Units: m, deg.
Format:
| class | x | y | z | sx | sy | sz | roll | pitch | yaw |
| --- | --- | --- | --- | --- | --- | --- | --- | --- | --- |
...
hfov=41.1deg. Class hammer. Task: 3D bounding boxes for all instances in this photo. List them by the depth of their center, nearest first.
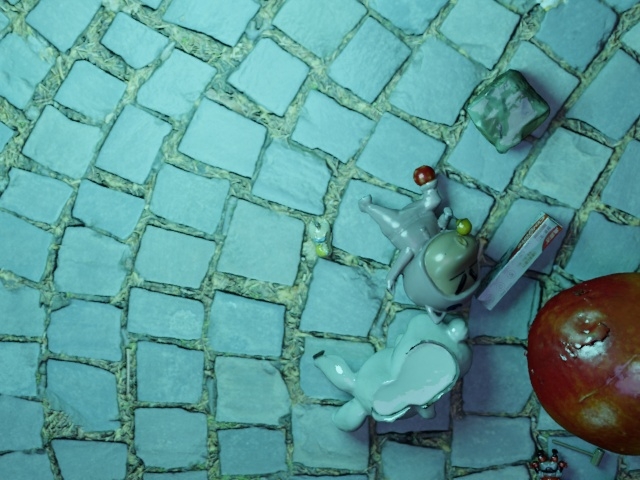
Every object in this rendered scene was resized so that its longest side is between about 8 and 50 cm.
| class | x | y | z | sx | sy | sz | roll | pitch | yaw |
| --- | --- | --- | --- | --- | --- | --- | --- | --- | --- |
| hammer | 0.541 | 0.442 | 1.798 | 0.110 | 0.019 | 0.035 | 19 | 104 | 0 |

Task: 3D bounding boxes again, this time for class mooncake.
| class | x | y | z | sx | sy | sz | roll | pitch | yaw |
| --- | --- | --- | --- | --- | --- | --- | --- | --- | --- |
| mooncake | 0.353 | -0.244 | 1.607 | 0.130 | 0.073 | 0.125 | -39 | 102 | 12 |

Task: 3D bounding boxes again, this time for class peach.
| class | x | y | z | sx | sy | sz | roll | pitch | yaw |
| --- | --- | --- | --- | --- | --- | --- | --- | --- | --- |
| peach | 0.568 | 0.217 | 1.578 | 0.370 | 0.370 | 0.369 | 1 | 104 | 2 |

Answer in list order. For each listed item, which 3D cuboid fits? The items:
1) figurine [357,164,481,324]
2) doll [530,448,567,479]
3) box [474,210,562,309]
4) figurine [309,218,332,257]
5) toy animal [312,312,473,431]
| class | x | y | z | sx | sy | sz | roll | pitch | yaw |
| --- | --- | --- | --- | --- | --- | --- | --- | --- | --- |
| figurine | 0.205 | 0.010 | 1.631 | 0.176 | 0.186 | 0.287 | -23 | 85 | -30 |
| doll | 0.485 | 0.526 | 1.800 | 0.109 | 0.057 | 0.169 | -5 | 104 | 6 |
| box | 0.387 | 0.040 | 1.686 | 0.040 | 0.055 | 0.218 | 37 | 103 | -8 |
| figurine | 0.000 | 0.000 | 1.695 | 0.047 | 0.050 | 0.083 | -13 | 103 | 11 |
| toy animal | 0.151 | 0.266 | 1.703 | 0.325 | 0.154 | 0.208 | -15 | 96 | 11 |
